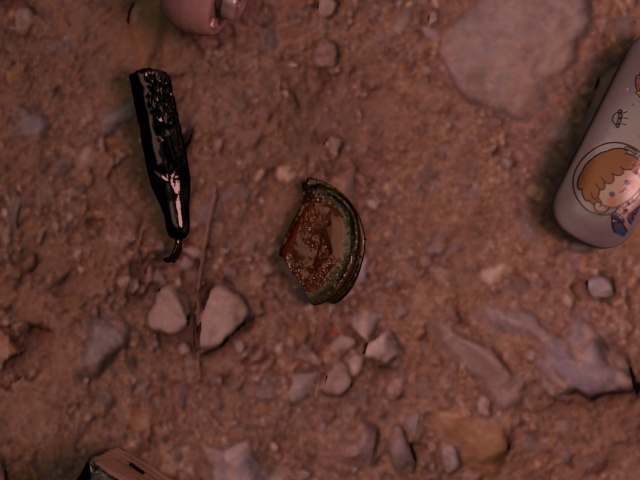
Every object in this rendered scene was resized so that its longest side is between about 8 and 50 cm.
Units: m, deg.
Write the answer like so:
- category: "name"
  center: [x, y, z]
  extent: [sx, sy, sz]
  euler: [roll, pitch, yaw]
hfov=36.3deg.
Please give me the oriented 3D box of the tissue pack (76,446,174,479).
- category: "tissue pack"
  center: [-0.179, 0.266, 0.788]
  extent: [0.103, 0.090, 0.170]
  euler: [31, 92, 6]

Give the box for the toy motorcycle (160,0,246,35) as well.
- category: "toy motorcycle"
  center: [-0.065, -0.290, 0.793]
  extent: [0.113, 0.112, 0.254]
  euler: [22, 89, 8]

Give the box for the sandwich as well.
- category: "sandwich"
  center: [0.003, 0.004, 0.809]
  extent: [0.069, 0.026, 0.101]
  euler: [18, 90, 7]

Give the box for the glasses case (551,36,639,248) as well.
- category: "glasses case"
  center: [0.244, -0.079, 0.770]
  extent: [0.067, 0.045, 0.178]
  euler: [27, 91, 9]

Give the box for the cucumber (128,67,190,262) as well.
- category: "cucumber"
  center: [-0.132, -0.064, 0.826]
  extent: [0.043, 0.039, 0.163]
  euler: [-17, 83, 28]
